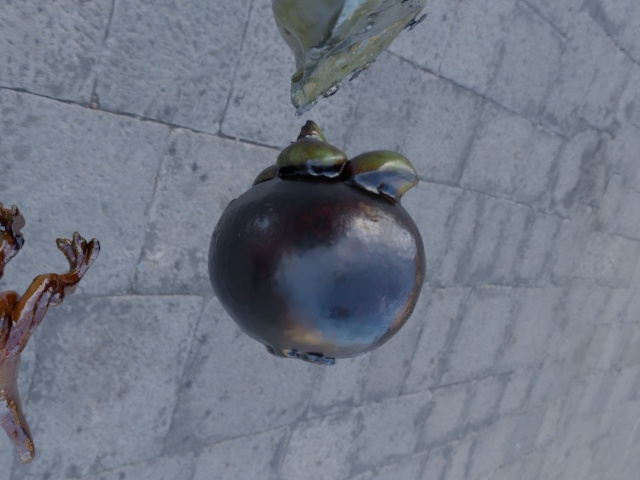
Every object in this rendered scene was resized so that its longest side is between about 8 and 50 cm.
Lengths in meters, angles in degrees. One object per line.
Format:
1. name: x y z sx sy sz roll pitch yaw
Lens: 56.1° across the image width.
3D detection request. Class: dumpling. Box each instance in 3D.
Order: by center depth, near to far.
1. dumpling: 0.016 -0.200 0.557 0.166 0.086 0.332 -37 -179 18

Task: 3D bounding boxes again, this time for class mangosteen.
1. mangosteen: 0.000 0.000 0.863 0.307 0.307 0.346 17 77 -50

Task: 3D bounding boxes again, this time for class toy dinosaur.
1. toy dinosaur: -0.310 0.076 0.599 0.432 0.097 0.208 84 22 -55
